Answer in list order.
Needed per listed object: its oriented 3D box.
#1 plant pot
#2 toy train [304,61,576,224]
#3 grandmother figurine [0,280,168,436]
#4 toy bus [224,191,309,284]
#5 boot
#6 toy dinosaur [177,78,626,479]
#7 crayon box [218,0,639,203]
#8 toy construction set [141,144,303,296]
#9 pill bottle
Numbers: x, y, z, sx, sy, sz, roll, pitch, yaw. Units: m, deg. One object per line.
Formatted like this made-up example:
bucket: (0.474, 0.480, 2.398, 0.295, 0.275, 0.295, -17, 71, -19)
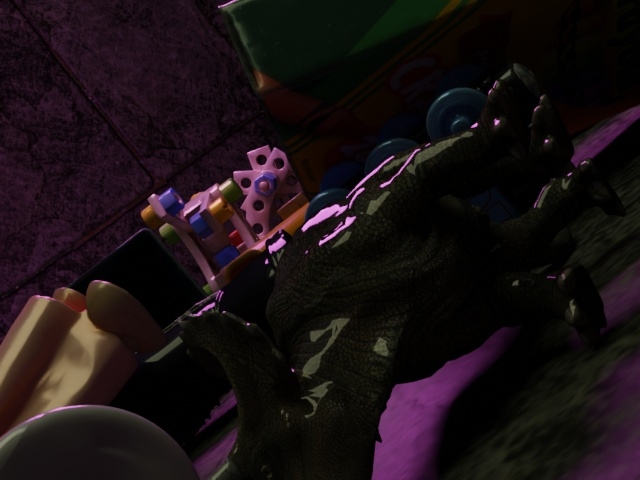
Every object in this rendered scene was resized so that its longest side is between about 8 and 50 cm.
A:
plant pot: (-0.202, 0.129, 1.316, 0.165, 0.165, 0.234, -40, -5, -21)
toy train: (0.072, -0.026, 0.760, 0.184, 0.105, 0.080, -38, 11, 22)
grandmother figurine: (-0.250, 0.185, 0.883, 0.342, 0.104, 0.208, -57, 15, -26)
toy bus: (-0.004, 0.004, 1.286, 0.191, 0.104, 0.202, -38, 3, 5)
boot: (-0.079, 0.089, 0.981, 0.207, 0.094, 0.246, -39, 2, -1)
toy dinosaur: (0.037, 0.008, 0.532, 0.160, 0.121, 0.313, -23, 13, 23)
crayon box: (0.116, -0.134, 0.818, 0.318, 0.081, 0.202, -24, -28, 2)
toy construction set: (-0.106, -0.010, 1.701, 0.151, 0.215, 0.327, -37, 3, 24)
pill bottle: (-0.128, 0.142, 0.591, 0.108, 0.108, 0.180, -40, 3, -28)
